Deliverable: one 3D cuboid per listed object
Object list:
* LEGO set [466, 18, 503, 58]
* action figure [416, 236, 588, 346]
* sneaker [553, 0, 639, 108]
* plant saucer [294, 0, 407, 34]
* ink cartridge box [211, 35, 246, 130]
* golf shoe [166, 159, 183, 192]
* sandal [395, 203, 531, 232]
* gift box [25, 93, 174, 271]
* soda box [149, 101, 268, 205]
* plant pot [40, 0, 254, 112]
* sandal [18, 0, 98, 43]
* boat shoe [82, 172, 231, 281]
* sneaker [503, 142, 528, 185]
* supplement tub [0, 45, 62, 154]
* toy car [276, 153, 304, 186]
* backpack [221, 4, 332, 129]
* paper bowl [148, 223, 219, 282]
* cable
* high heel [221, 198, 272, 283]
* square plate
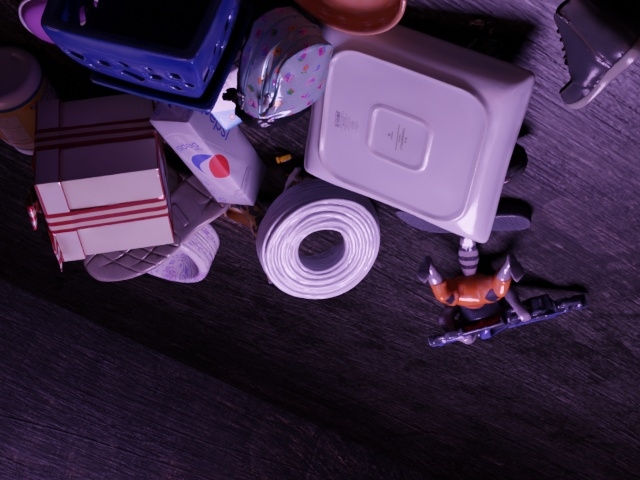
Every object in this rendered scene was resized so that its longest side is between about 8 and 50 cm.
[{"bbox_3d":[0.238,-0.288,1.364,0.054,0.023,0.083,12,142,12],"label":"LEGO set"},{"bbox_3d":[0.369,0.095,1.982,0.342,0.178,0.330,-14,156,8],"label":"action figure"},{"bbox_3d":[0.354,-0.263,1.277,0.118,0.083,0.222,39,163,3],"label":"sneaker"},{"bbox_3d":[0.031,-0.367,1.309,0.200,0.037,0.200,22,155,11],"label":"plant saucer"},{"bbox_3d":[-0.111,-0.272,1.551,0.180,0.060,0.104,-31,140,6],"label":"ink cartridge box"},{"bbox_3d":[-0.449,-0.150,2.044,0.306,0.140,0.115,25,155,-14],"label":"golf shoe"},{"bbox_3d":[0.272,-0.054,1.807,0.255,0.054,0.097,2,159,16],"label":"sandal"},{"bbox_3d":[-0.426,-0.104,1.834,0.258,0.255,0.276,-7,136,-6],"label":"gift box"},{"bbox_3d":[-0.209,-0.183,1.837,0.091,0.098,0.286,6,152,28],"label":"soda box"},{"bbox_3d":[-0.232,-0.328,1.391,0.236,0.235,0.212,16,162,9],"label":"plant pot"},{"bbox_3d":[-0.348,-0.341,1.600,0.417,0.102,0.169,11,154,21],"label":"sandal"},{"bbox_3d":[-0.335,-0.025,2.015,0.132,0.355,0.130,59,172,-1],"label":"boat shoe"},{"bbox_3d":[0.194,-0.179,1.528,0.282,0.106,0.162,13,152,17],"label":"sneaker"},{"bbox_3d":[-0.596,-0.273,1.886,0.144,0.144,0.199,14,156,13],"label":"supplement tub"},{"bbox_3d":[-0.054,-0.125,1.896,0.041,0.060,0.122,-16,158,2],"label":"toy car"},{"bbox_3d":[-0.054,-0.261,1.423,0.115,0.152,0.182,42,145,20],"label":"backpack"},{"bbox_3d":[-0.375,-0.029,2.232,0.284,0.148,0.284,17,157,8],"label":"paper bowl"},{"bbox_3d":[0.000,0.000,1.919,0.257,0.089,0.257,25,112,-28],"label":"cable"},{"bbox_3d":[-0.167,-0.010,2.060,0.261,0.186,0.093,10,157,23],"label":"high heel"},{"bbox_3d":[0.129,-0.167,1.478,0.344,0.049,0.347,23,138,15],"label":"square plate"}]
